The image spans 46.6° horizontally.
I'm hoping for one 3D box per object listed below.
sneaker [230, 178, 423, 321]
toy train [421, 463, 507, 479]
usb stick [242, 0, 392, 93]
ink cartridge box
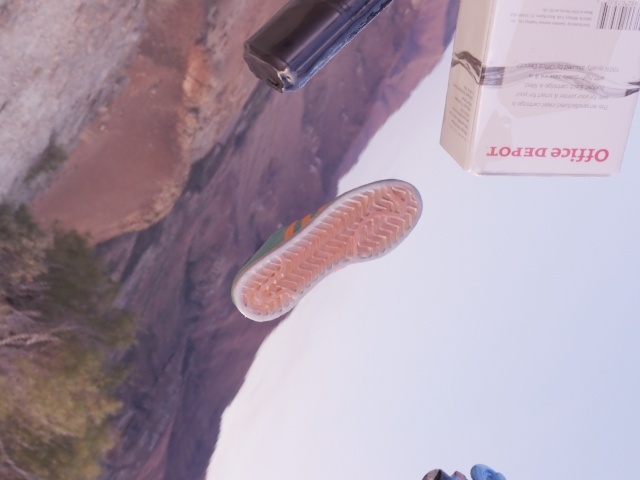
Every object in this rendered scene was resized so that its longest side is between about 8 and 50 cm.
[{"bbox_3d":[0.000,0.000,1.064,0.302,0.108,0.121,-31,-164,-8],"label":"sneaker"},{"bbox_3d":[0.143,0.248,0.551,0.080,0.184,0.105,-53,170,19],"label":"toy train"},{"bbox_3d":[0.046,-0.235,0.649,0.278,0.077,0.045,-45,137,-9],"label":"usb stick"},{"bbox_3d":[0.296,-0.248,0.974,0.129,0.223,0.307,-112,-156,-63],"label":"ink cartridge box"}]
